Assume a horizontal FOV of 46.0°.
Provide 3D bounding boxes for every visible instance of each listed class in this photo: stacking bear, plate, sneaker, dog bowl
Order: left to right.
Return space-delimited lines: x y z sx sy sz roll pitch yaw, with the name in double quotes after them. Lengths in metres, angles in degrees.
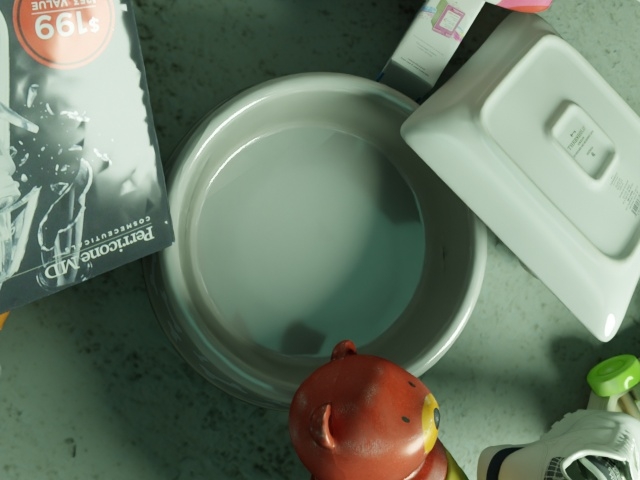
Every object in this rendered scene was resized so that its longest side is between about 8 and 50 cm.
0.000 0.000 0.727 0.349 0.102 0.349 1 86 -10 "dog bowl"
0.062 0.223 0.645 0.164 0.175 0.289 -7 119 26 "stacking bear"
0.246 -0.086 0.744 0.278 0.045 0.277 46 52 -3 "plate"
0.241 0.203 0.665 0.235 0.095 0.090 -7 81 -42 "sneaker"

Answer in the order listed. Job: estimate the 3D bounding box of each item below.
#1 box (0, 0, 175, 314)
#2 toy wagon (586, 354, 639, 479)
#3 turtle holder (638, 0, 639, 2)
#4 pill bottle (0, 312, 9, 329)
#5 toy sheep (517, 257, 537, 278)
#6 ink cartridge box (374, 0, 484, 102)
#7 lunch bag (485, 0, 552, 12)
-0.308 -0.099 0.519 0.343 0.179 0.312 -24 131 -27 "box"
0.449 0.202 0.816 0.344 0.068 0.267 -29 92 -11 "toy wagon"
0.422 -0.343 0.782 0.320 0.243 0.227 24 100 -47 "turtle holder"
-0.361 0.143 0.637 0.130 0.130 0.245 29 82 -8 "pill bottle"
0.245 0.003 0.778 0.132 0.091 0.091 7 85 -34 "toy sheep"
0.112 -0.206 0.765 0.052 0.088 0.122 34 81 -4 "ink cartridge box"
0.138 -0.370 0.725 0.258 0.120 0.293 20 58 -2 "lunch bag"
